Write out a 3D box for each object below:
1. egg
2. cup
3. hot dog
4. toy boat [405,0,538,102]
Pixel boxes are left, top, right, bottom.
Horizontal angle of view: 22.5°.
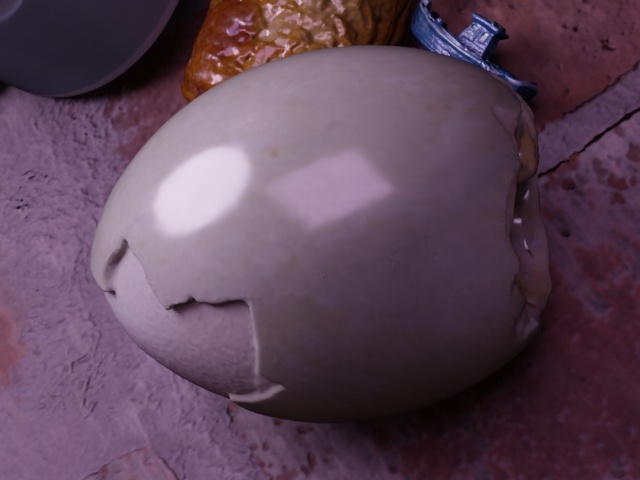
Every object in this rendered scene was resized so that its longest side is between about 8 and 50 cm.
[{"bbox_3d":[0.000,0.000,1.191,0.336,0.278,0.278,-9,64,11],"label":"egg"},{"bbox_3d":[-0.319,-0.240,1.361,0.259,0.274,0.356,43,102,33],"label":"cup"},{"bbox_3d":[-0.022,-0.183,1.378,0.175,0.114,0.259,16,72,15],"label":"hot dog"},{"bbox_3d":[0.128,-0.161,1.357,0.137,0.060,0.061,39,99,32],"label":"toy boat"}]
